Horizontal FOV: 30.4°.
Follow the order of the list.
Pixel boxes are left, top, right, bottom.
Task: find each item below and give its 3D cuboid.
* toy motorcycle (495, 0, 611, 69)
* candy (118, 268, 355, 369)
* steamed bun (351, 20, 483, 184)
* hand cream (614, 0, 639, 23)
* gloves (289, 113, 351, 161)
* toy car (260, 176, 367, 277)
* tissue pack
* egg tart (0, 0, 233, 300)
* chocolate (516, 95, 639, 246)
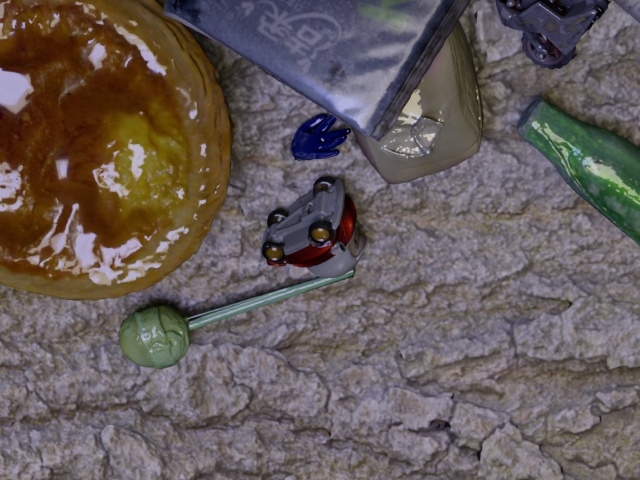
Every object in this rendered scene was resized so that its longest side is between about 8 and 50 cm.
[{"bbox_3d":[0.281,-0.288,1.358,0.122,0.080,0.215,36,147,-1],"label":"toy motorcycle"},{"bbox_3d":[-0.113,0.092,1.593,0.335,0.092,0.093,-19,93,5],"label":"candy"},{"bbox_3d":[0.101,-0.185,1.404,0.170,0.152,0.238,-15,112,11],"label":"steamed bun"},{"bbox_3d":[0.328,-0.340,1.372,0.276,0.059,0.095,43,112,-5],"label":"hand cream"},{"bbox_3d":[0.000,-0.132,1.490,0.086,0.026,0.064,-11,68,36],"label":"gloves"},{"bbox_3d":[0.000,0.000,1.527,0.139,0.112,0.112,-28,123,26],"label":"toy car"},{"bbox_3d":[0.046,-0.345,1.280,0.288,0.124,0.394,34,98,13],"label":"tissue pack"},{"bbox_3d":[-0.317,-0.142,1.456,0.443,0.178,0.443,3,111,7],"label":"egg tart"},{"bbox_3d":[0.371,-0.074,1.453,0.291,0.110,0.110,35,112,-5],"label":"chocolate"}]
